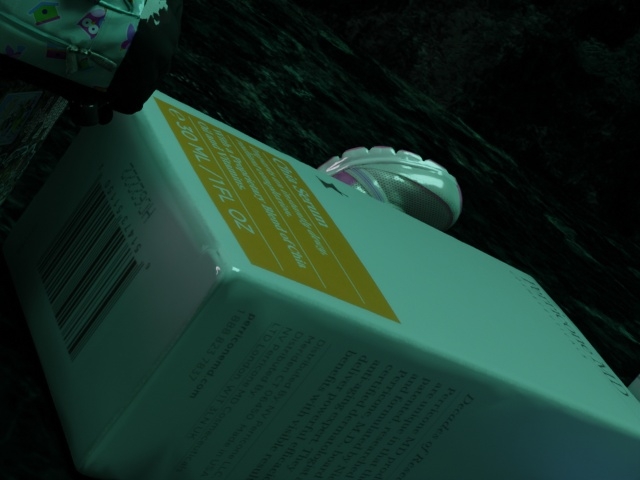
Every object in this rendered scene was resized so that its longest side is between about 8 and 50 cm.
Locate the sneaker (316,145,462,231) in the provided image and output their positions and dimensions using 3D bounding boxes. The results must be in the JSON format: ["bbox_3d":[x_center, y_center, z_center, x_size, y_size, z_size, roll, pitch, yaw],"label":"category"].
[{"bbox_3d":[0.000,0.000,1.020,0.103,0.252,0.111,81,-2,-52],"label":"sneaker"}]

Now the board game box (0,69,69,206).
[{"bbox_3d":[-0.312,-0.104,0.702,0.232,0.141,0.291,38,16,1],"label":"board game box"}]

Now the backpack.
[{"bbox_3d":[-0.173,-0.163,0.696,0.182,0.115,0.152,25,23,-30],"label":"backpack"}]

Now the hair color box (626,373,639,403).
[{"bbox_3d":[0.356,0.167,1.000,0.110,0.339,0.185,20,24,-50],"label":"hair color box"}]

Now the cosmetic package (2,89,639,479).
[{"bbox_3d":[0.025,0.081,0.868,0.453,0.161,0.230,24,21,-40],"label":"cosmetic package"}]
